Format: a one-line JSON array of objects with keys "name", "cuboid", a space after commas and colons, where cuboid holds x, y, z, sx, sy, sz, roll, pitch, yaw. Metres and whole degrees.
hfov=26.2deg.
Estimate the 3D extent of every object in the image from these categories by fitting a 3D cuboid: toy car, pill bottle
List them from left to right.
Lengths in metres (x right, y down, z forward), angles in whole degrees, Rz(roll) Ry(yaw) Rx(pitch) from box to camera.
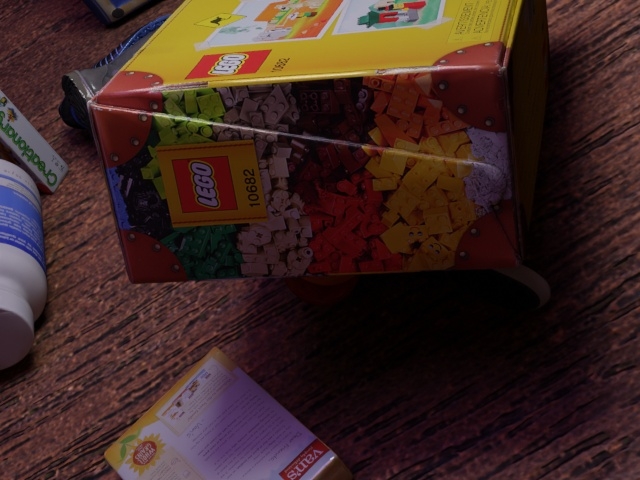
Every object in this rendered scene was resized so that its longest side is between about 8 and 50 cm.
[{"name": "pill bottle", "cuboid": [-0.423, 0.031, 1.734, 0.152, 0.152, 0.272, -27, 41, 8]}, {"name": "toy car", "cuboid": [0.000, 0.000, 1.508, 0.159, 0.136, 0.182, -4, 15, -6]}]

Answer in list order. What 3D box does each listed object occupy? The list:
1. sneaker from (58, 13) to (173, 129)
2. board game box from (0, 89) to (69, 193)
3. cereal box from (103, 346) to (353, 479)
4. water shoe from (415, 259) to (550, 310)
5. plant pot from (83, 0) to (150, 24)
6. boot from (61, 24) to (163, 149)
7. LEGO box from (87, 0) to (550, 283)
[{"name": "sneaker", "cuboid": [-0.278, -0.243, 1.958, 0.232, 0.081, 0.090, -42, 25, -20]}, {"name": "board game box", "cuboid": [-0.501, -0.183, 1.871, 0.193, 0.305, 0.053, 8, 58, 38]}, {"name": "cereal box", "cuboid": [-0.100, 0.231, 1.415, 0.173, 0.047, 0.240, -43, 42, -10]}, {"name": "water shoe", "cuboid": [0.166, 0.008, 1.439, 0.203, 0.073, 0.080, 21, 60, 43]}, {"name": "plant pot", "cuboid": [-0.310, -0.485, 2.103, 0.236, 0.236, 0.212, -29, 48, 6]}, {"name": "boot", "cuboid": [-0.223, -0.197, 1.879, 0.209, 0.189, 0.076, -26, -7, -30]}, {"name": "LEGO box", "cuboid": [0.033, -0.160, 1.413, 0.373, 0.193, 0.500, -3, 26, 14]}]
